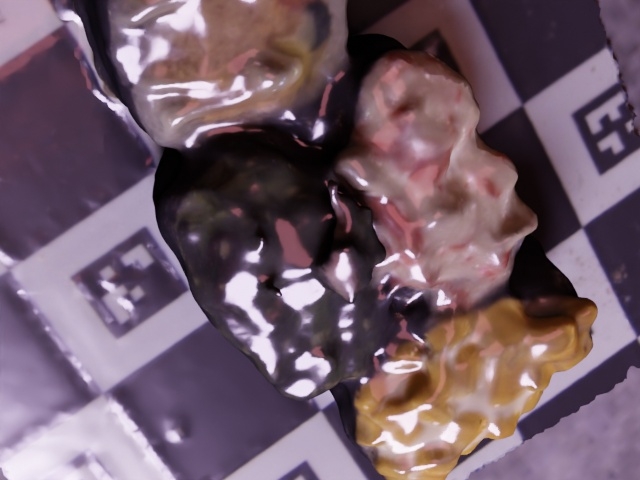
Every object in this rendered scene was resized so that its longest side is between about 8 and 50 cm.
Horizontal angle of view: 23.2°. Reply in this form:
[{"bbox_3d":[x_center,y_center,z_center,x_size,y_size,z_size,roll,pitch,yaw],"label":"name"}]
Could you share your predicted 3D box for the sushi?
[{"bbox_3d":[0.000,0.000,0.369,0.192,0.050,0.215,-30,120,-8],"label":"sushi"}]
